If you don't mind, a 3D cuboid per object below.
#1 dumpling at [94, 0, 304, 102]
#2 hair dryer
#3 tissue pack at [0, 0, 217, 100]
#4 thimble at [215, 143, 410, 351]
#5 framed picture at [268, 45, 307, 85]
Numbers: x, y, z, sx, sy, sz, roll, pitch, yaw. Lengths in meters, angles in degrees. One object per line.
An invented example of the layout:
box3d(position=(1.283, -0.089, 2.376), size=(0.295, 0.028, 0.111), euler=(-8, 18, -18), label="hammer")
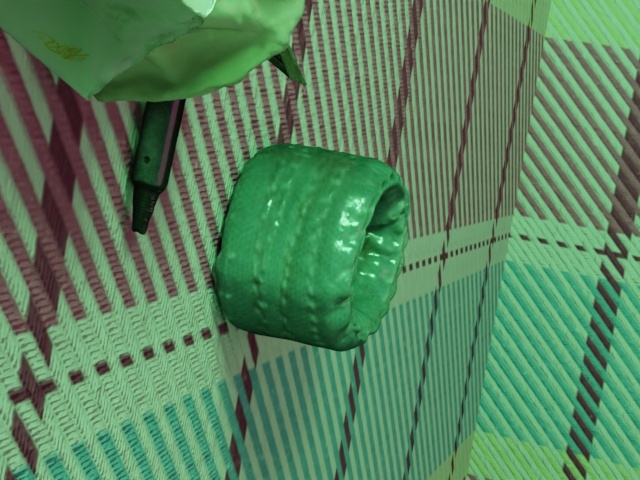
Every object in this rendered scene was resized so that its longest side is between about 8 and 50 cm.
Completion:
box3d(position=(-0.096, -0.199, 0.779), size=(0.131, 0.179, 0.252), euler=(-52, 149, -56), label="dumpling")
box3d(position=(-0.117, -0.107, 1.005), size=(0.173, 0.050, 0.194), euler=(-33, 136, -65), label="hair dryer")
box3d(position=(-0.133, -0.217, 0.595), size=(0.225, 0.124, 0.185), euler=(40, 52, -25), label="tissue pack")
box3d(position=(0.000, 0.000, 1.263), size=(0.235, 0.143, 0.198), euler=(-55, 152, -55), label="thimble")
box3d(position=(-0.071, -0.207, 0.901), size=(0.011, 0.142, 0.183), euler=(-30, 124, -9), label="framed picture")
